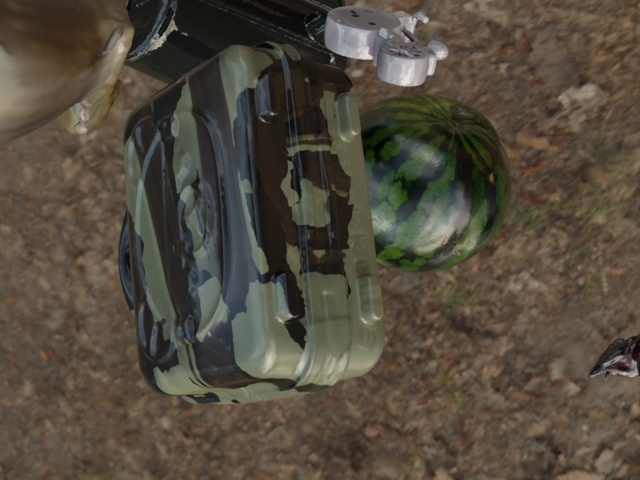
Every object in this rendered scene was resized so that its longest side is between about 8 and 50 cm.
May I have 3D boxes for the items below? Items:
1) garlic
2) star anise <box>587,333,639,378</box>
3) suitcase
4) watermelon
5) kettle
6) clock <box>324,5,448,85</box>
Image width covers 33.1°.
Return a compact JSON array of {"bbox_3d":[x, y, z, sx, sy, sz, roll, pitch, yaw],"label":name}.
[{"bbox_3d":[-0.268,-0.147,0.682,0.325,0.279,0.132,16,107,-22],"label":"garlic"},{"bbox_3d":[0.556,0.161,1.755,0.272,0.272,0.103,-12,90,36],"label":"star anise"},{"bbox_3d":[-0.089,-0.005,1.134,0.339,0.194,0.352,-20,72,49],"label":"suitcase"},{"bbox_3d":[0.156,-0.091,1.678,0.285,0.285,0.285,14,117,28],"label":"watermelon"},{"bbox_3d":[-0.118,-0.277,1.479,0.262,0.308,0.203,25,96,46],"label":"kettle"},{"bbox_3d":[0.059,-0.166,0.911,0.129,0.087,0.041,48,139,50],"label":"clock"}]
